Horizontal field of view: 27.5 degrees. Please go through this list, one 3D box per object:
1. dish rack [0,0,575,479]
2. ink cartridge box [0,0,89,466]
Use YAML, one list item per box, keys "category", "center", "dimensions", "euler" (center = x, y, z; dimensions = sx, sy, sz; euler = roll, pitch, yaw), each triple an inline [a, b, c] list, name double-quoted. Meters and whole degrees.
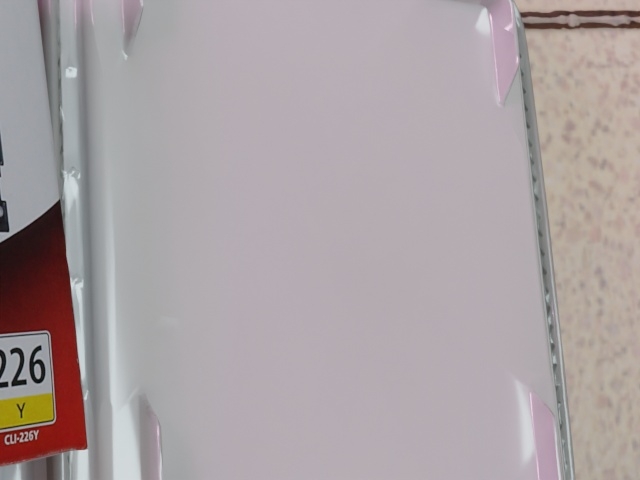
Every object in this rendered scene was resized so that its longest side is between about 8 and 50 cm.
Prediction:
- category: "dish rack"
  center: [0.000, 0.000, 0.580]
  dimensions: [0.286, 0.072, 0.332]
  euler: [4, 76, -32]
- category: "ink cartridge box"
  center: [-0.230, -0.050, 0.365]
  dimensions: [0.309, 0.130, 0.271]
  euler: [-1, 82, -57]
